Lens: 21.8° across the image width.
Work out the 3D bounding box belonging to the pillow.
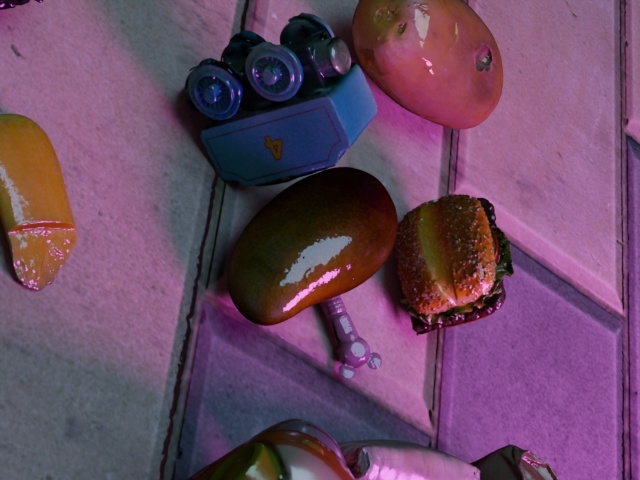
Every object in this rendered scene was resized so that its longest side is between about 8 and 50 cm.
[{"bbox_3d":[0.052,0.231,1.628,0.181,0.134,0.078,12,70,-42],"label":"pillow"}]

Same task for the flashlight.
[{"bbox_3d":[0.022,0.092,1.757,0.052,0.031,0.110,-19,77,-26],"label":"flashlight"}]

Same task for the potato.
[{"bbox_3d":[0.129,-0.225,1.986,0.234,0.146,0.150,34,87,-48],"label":"potato"}]

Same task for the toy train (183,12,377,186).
[{"bbox_3d":[-0.044,-0.142,1.711,0.154,0.198,0.107,64,35,-19],"label":"toy train"}]

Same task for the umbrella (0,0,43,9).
[{"bbox_3d":[-0.290,-0.379,1.619,0.128,0.154,0.336,76,13,-58],"label":"umbrella"}]

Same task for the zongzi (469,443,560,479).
[{"bbox_3d":[0.247,0.433,1.703,0.360,0.160,0.323,41,48,-32],"label":"zongzi"}]

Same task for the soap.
[{"bbox_3d":[-0.264,-0.039,1.524,0.089,0.033,0.168,-11,76,-47],"label":"soap"}]

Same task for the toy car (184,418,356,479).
[{"bbox_3d":[-0.057,0.231,1.453,0.145,0.235,0.235,50,40,-13],"label":"toy car"}]

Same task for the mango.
[{"bbox_3d":[0.000,0.000,1.716,0.133,0.111,0.267,34,40,12],"label":"mango"}]

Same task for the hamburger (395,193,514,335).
[{"bbox_3d":[0.145,0.016,1.852,0.087,0.137,0.166,51,28,-48],"label":"hamburger"}]
